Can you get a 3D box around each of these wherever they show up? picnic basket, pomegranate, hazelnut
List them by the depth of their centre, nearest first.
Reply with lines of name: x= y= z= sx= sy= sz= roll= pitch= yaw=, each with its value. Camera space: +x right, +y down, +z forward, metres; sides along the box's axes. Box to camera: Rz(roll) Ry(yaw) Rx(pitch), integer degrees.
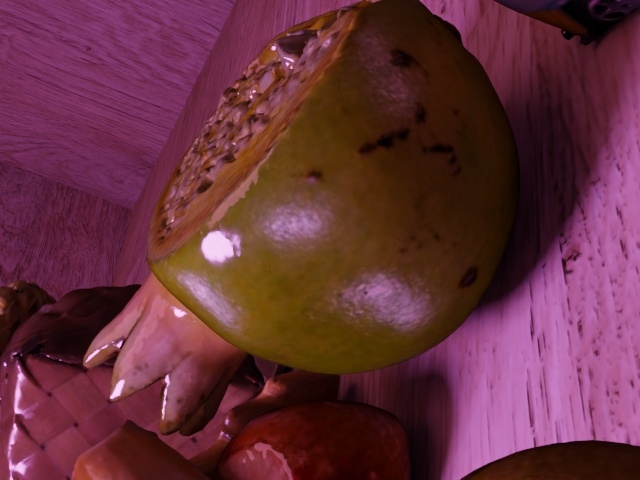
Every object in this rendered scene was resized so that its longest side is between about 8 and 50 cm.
hazelnut: x=0.000 y=0.177 z=0.743 sx=0.154 sy=0.143 sz=0.143 roll=-46 pitch=27 yaw=38
pomegranate: x=0.000 y=0.000 z=0.749 sx=0.359 sy=0.216 sz=0.310 roll=-55 pitch=19 yaw=9
picnic basket: x=-0.187 y=0.201 z=1.027 sx=0.337 sy=0.292 sz=0.337 roll=-171 pitch=90 yaw=-83

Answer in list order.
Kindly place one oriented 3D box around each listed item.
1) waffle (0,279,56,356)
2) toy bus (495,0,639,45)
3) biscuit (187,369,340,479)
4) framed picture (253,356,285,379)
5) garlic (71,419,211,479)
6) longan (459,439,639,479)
waffle: x=-0.319 y=0.116 z=1.009 sx=0.169 sy=0.036 sz=0.183 roll=-60 pitch=-8 yaw=-7
toy bus: x=0.193 y=-0.265 z=0.581 sx=0.386 sy=0.162 sz=0.171 roll=147 pitch=140 yaw=-65
biscuit: x=-0.052 y=0.198 z=0.857 sx=0.239 sy=0.041 sz=0.212 roll=-57 pitch=-35 yaw=-34
framed picture: x=-0.025 y=0.019 z=1.205 sx=0.281 sy=0.019 sz=0.209 roll=-70 pitch=16 yaw=-4
garlic: x=-0.078 y=0.261 z=0.681 sx=0.143 sy=0.112 sz=0.318 roll=-48 pitch=59 yaw=33
longan: x=0.108 y=0.161 z=0.397 sx=0.145 sy=0.176 sz=0.155 roll=-32 pitch=-34 yaw=-32
